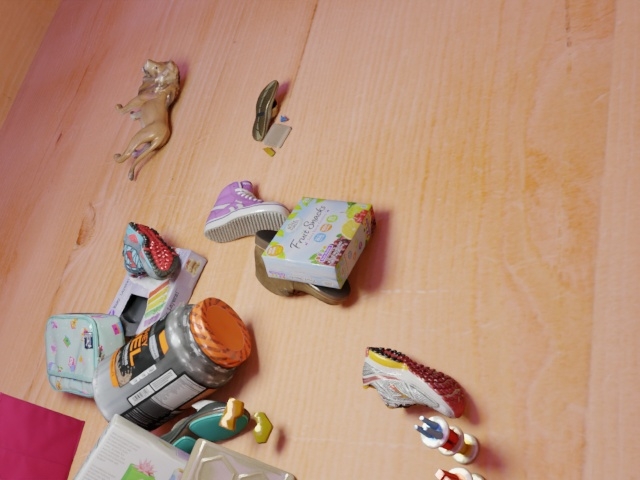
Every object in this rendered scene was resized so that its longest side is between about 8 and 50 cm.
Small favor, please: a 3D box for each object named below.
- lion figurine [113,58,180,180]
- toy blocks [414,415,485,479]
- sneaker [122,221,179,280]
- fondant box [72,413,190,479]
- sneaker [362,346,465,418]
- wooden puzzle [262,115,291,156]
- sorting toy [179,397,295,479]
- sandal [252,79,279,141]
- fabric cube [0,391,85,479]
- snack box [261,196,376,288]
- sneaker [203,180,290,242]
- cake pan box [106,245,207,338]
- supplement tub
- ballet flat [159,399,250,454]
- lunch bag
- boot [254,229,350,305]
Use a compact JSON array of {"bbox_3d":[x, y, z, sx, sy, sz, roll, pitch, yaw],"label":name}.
[{"bbox_3d":[-0.554,-0.402,2.365,0.240,0.142,0.392,-21,65,22],"label":"lion figurine"},{"bbox_3d":[0.203,0.347,1.144,0.054,0.148,0.123,-27,47,27],"label":"toy blocks"},{"bbox_3d":[-0.456,0.055,1.898,0.262,0.104,0.125,44,112,53],"label":"sneaker"},{"bbox_3d":[-0.413,0.566,1.482,0.330,0.238,0.096,-58,11,-4],"label":"fondant box"},{"bbox_3d":[0.165,0.269,1.295,0.225,0.088,0.092,21,99,47],"label":"sneaker"},{"bbox_3d":[-0.119,-0.284,1.961,0.079,0.014,0.116,32,87,44],"label":"wooden puzzle"},{"bbox_3d":[-0.167,0.484,1.425,0.229,0.041,0.307,16,72,18],"label":"sorting toy"},{"bbox_3d":[-0.147,-0.360,2.016,0.072,0.049,0.180,3,80,49],"label":"sandal"},{"bbox_3d":[-0.817,0.554,1.846,0.254,0.258,0.259,-13,55,35],"label":"fabric cube"},{"bbox_3d":[0.000,0.000,1.534,0.175,0.070,0.207,9,43,27],"label":"snack box"},{"bbox_3d":[-0.182,-0.096,1.828,0.282,0.102,0.161,-8,55,39],"label":"sneaker"},{"bbox_3d":[-0.450,0.142,1.935,0.246,0.070,0.266,8,69,47],"label":"cake pan box"},{"bbox_3d":[-0.335,0.282,1.631,0.338,0.207,0.207,-35,45,19],"label":"supplement tub"},{"bbox_3d":[-0.268,0.407,1.577,0.280,0.095,0.096,-34,33,21],"label":"ballet flat"},{"bbox_3d":[-0.630,0.305,1.915,0.279,0.108,0.223,-3,86,43],"label":"lunch bag"},{"bbox_3d":[-0.046,0.085,1.609,0.305,0.112,0.115,33,118,44],"label":"boot"}]
